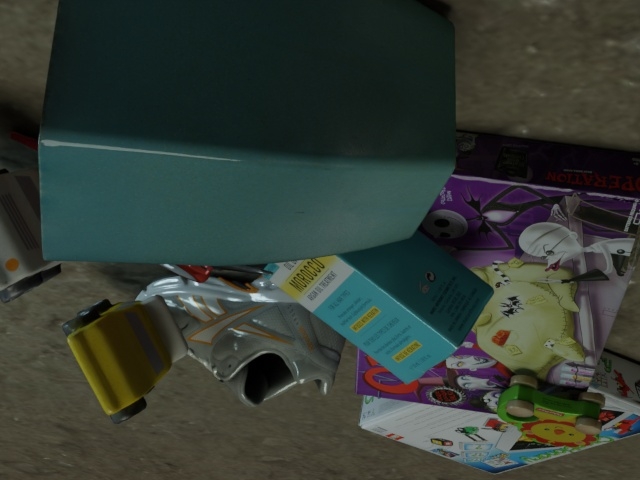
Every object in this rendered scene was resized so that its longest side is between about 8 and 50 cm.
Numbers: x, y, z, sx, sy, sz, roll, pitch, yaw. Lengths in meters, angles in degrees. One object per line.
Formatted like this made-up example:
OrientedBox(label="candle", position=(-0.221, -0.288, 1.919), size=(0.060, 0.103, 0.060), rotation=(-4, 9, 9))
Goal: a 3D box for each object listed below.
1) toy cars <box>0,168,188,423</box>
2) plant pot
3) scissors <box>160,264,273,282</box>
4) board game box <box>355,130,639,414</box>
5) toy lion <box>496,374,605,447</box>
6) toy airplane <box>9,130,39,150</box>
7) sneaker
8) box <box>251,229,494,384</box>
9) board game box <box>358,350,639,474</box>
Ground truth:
OrientedBox(label="toy cars", position=(-0.200, 0.039, 1.042), size=(0.087, 0.176, 0.393), rotation=(-28, 143, -2))
OrientedBox(label="plant pot", position=(-0.043, -0.081, 0.740), size=(0.234, 0.165, 0.165), rotation=(6, 155, -10))
OrientedBox(label="scissors", position=(-0.091, 0.018, 0.986), size=(0.109, 0.021, 0.297), rotation=(42, 164, -36))
OrientedBox(label="board game box", position=(0.136, 0.042, 0.986), size=(0.208, 0.056, 0.347), rotation=(11, 146, 8))
OrientedBox(label="toy lion", position=(0.203, 0.158, 1.071), size=(0.100, 0.034, 0.096), rotation=(15, 153, -5))
OrientedBox(label="toy airplane", position=(-0.173, -0.061, 0.966), size=(0.151, 0.028, 0.151), rotation=(9, 154, 5))
OrientedBox(label="sneaker", position=(-0.090, 0.100, 1.159), size=(0.262, 0.121, 0.099), rotation=(-8, 149, 35))
OrientedBox(label="box", position=(0.000, 0.000, 0.889), size=(0.244, 0.060, 0.100), rotation=(37, 151, -2))
OrientedBox(label="board game box", position=(0.199, 0.175, 1.283), size=(0.193, 0.053, 0.305), rotation=(22, 152, -21))
